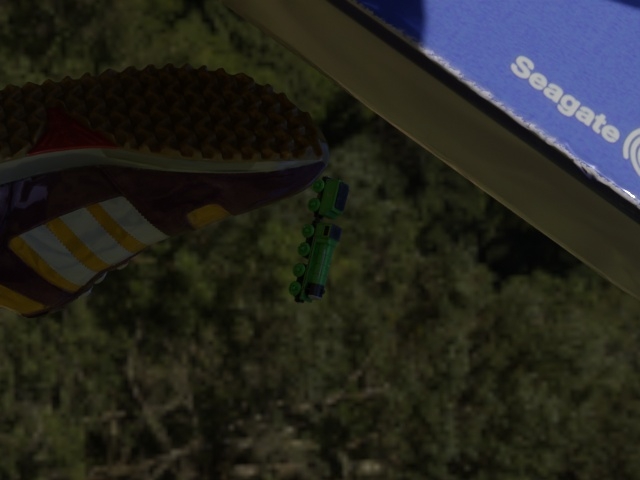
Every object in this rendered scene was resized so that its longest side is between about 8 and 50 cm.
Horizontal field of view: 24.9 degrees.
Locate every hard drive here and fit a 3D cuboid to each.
[{"bbox_3d":[0.120,-0.147,0.558,0.319,0.210,0.040,-52,176,-33],"label":"hard drive"}]

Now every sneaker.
[{"bbox_3d":[-0.089,-0.015,0.564,0.069,0.185,0.084,-109,-160,-49],"label":"sneaker"}]

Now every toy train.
[{"bbox_3d":[0.000,0.000,0.907,0.017,0.023,0.083,23,76,-54],"label":"toy train"}]
